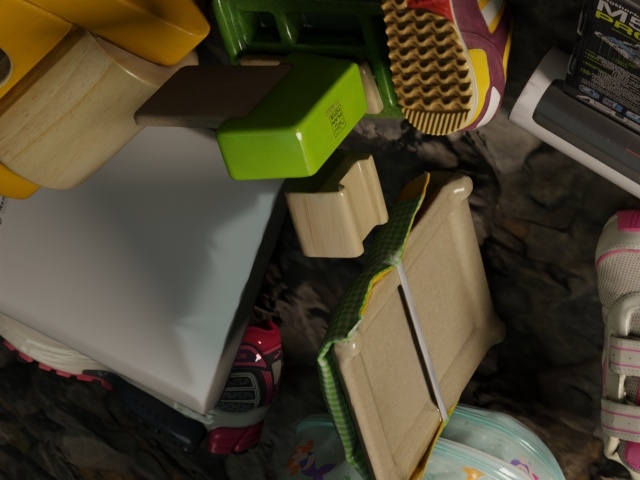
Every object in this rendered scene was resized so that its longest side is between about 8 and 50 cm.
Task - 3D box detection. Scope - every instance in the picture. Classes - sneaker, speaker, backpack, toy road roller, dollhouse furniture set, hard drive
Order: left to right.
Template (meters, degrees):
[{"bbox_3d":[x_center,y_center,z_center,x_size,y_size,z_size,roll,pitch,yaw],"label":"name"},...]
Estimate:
[{"bbox_3d":[-0.255,-0.201,1.087,0.329,0.241,0.202,25,130,-40],"label":"toy road roller"},{"bbox_3d":[-0.186,-0.021,1.232,0.307,0.040,0.203,25,107,16],"label":"hard drive"},{"bbox_3d":[-0.161,0.063,1.322,0.299,0.121,0.112,26,109,16],"label":"sneaker"},{"bbox_3d":[0.000,0.000,1.060,0.151,0.197,0.301,6,129,31],"label":"dollhouse furniture set"},{"bbox_3d":[0.078,0.223,1.195,0.225,0.191,0.253,11,155,31],"label":"backpack"},{"bbox_3d":[0.078,-0.159,0.963,0.069,0.084,0.185,3,102,29],"label":"sneaker"},{"bbox_3d":[0.187,-0.063,0.974,0.136,0.055,0.055,33,139,8],"label":"speaker"},{"bbox_3d":[0.235,0.095,1.039,0.103,0.111,0.252,0,126,37],"label":"sneaker"}]

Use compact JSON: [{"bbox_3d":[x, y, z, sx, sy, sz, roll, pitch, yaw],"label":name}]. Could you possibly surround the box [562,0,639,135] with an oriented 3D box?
[{"bbox_3d":[0.262,-0.062,0.829,0.270,0.060,0.216,31,174,10],"label":"box"}]
